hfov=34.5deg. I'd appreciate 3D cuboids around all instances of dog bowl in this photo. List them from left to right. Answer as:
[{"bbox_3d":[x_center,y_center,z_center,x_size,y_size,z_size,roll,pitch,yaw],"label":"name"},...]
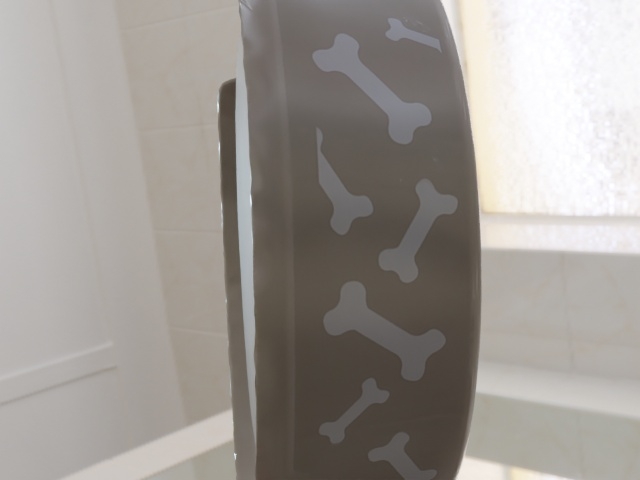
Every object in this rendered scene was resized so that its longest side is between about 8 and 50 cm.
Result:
[{"bbox_3d":[0.000,0.000,0.569,0.102,0.349,0.349,-3,-86,-8],"label":"dog bowl"}]
